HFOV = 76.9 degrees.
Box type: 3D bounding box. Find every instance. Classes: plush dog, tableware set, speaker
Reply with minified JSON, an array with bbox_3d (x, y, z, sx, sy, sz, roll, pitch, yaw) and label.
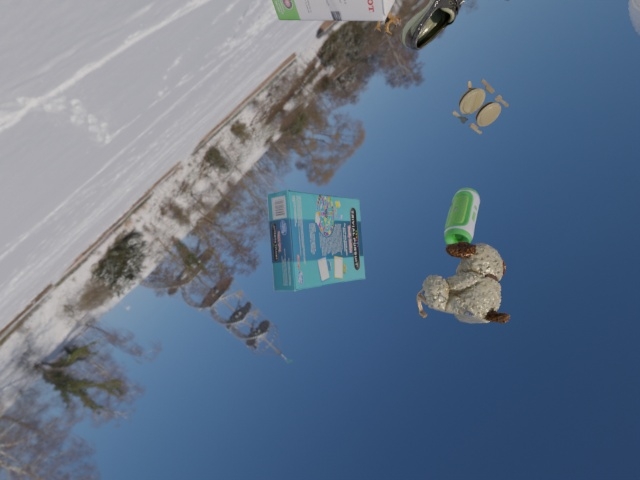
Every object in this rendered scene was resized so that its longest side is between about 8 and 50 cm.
[{"bbox_3d":[0.453,0.115,1.163,0.210,0.262,0.226,-3,-113,54],"label":"plush dog"},{"bbox_3d":[0.501,-0.426,1.281,0.128,0.194,0.039,-48,-131,28],"label":"tableware set"},{"bbox_3d":[0.653,-0.106,1.853,0.131,0.131,0.297,-18,-144,45],"label":"speaker"}]

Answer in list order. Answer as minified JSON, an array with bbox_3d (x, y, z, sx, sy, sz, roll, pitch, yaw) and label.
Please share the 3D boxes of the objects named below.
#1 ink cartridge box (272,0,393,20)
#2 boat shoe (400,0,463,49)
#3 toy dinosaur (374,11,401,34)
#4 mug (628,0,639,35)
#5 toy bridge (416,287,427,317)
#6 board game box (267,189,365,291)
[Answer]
[{"bbox_3d":[0.017,-0.587,0.849,0.272,0.198,0.115,14,-115,23],"label":"ink cartridge box"},{"bbox_3d":[0.291,-0.541,0.949,0.223,0.080,0.073,-43,-131,18],"label":"boat shoe"},{"bbox_3d":[0.240,-0.833,1.487,0.211,0.064,0.113,-4,111,-65],"label":"toy dinosaur"},{"bbox_3d":[1.160,-0.721,1.293,0.276,0.327,0.375,14,-80,57],"label":"mug"},{"bbox_3d":[0.478,0.273,1.879,0.026,0.188,0.063,-22,-141,-25],"label":"toy bridge"},{"bbox_3d":[0.000,0.000,1.149,0.079,0.254,0.336,-6,177,37],"label":"board game box"}]
